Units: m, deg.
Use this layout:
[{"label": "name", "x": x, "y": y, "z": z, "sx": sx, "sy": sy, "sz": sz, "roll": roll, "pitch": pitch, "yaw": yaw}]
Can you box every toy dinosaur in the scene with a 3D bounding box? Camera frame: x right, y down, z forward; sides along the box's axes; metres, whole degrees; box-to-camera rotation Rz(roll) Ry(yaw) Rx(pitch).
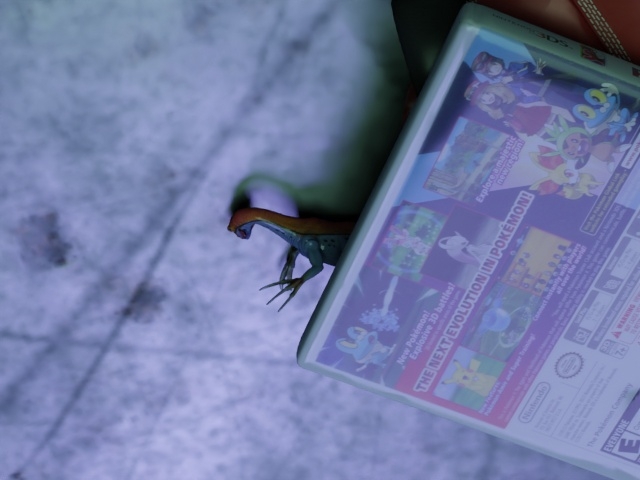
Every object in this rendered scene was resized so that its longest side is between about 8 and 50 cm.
[{"label": "toy dinosaur", "x": 0.000, "y": 0.000, "z": 0.913, "sx": 0.082, "sy": 0.047, "sz": 0.090, "roll": 43, "pitch": 76, "yaw": -17}]

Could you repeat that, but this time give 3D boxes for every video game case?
[{"label": "video game case", "x": 0.108, "y": 0.010, "z": 0.846, "sx": 0.183, "sy": 0.023, "sz": 0.201, "roll": 20, "pitch": 126, "yaw": -8}]

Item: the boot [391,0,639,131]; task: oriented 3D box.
[{"label": "boot", "x": 0.138, "y": -0.039, "z": 0.869, "sx": 0.176, "sy": 0.088, "sz": 0.244, "roll": -27, "pitch": 117, "yaw": 15}]
